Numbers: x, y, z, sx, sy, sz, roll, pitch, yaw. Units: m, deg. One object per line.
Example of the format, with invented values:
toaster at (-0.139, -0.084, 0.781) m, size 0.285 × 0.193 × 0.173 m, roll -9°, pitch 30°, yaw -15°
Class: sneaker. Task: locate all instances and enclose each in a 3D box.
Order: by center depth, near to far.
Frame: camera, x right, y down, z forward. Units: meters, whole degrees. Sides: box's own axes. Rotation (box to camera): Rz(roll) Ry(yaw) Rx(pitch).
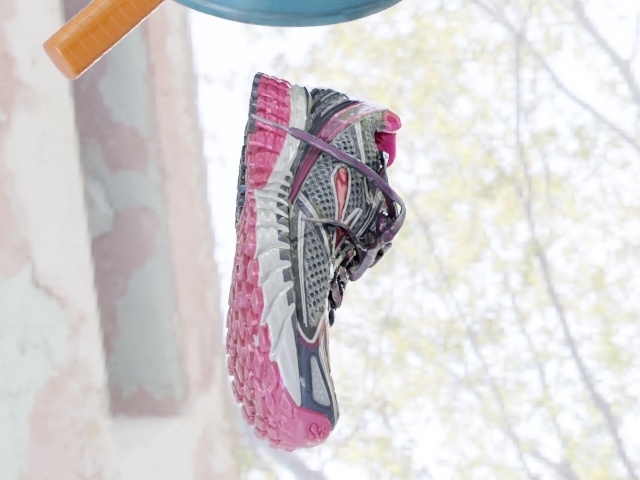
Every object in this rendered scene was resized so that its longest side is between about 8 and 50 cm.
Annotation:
sneaker at (0.000, 0.000, 0.902) m, size 0.121 × 0.112 × 0.299 m, roll 103°, pitch 172°, yaw -48°

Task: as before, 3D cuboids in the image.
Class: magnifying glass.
magnifying glass at (-0.081, -0.183, 0.874) m, size 0.231 × 0.026 × 0.092 m, roll -46°, pitch -60°, yaw -22°

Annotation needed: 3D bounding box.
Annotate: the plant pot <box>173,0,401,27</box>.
plant pot at (-0.026, -0.350, 1.090) m, size 0.272 × 0.271 × 0.255 m, roll -60°, pitch -16°, yaw -45°
